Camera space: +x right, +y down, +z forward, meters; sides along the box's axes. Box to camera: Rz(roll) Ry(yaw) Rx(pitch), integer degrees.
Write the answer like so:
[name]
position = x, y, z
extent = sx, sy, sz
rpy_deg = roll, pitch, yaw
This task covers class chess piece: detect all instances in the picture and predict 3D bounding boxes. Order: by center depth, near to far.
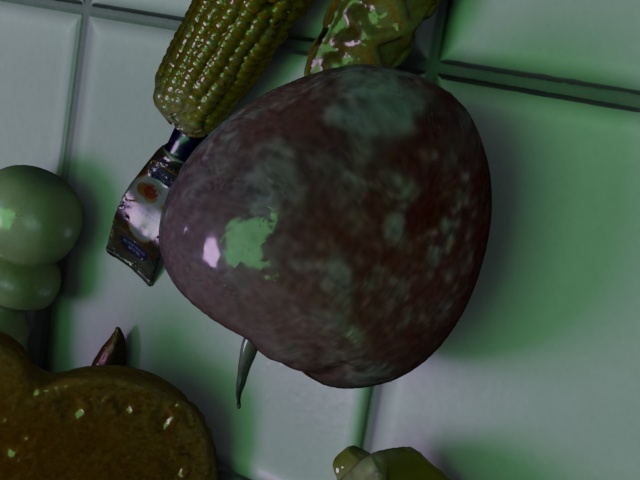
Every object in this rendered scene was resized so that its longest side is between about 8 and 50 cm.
[chess piece]
position = -0.321, 0.044, 1.190
extent = 0.144, 0.144, 0.251
rpy_deg = 34, 106, 29

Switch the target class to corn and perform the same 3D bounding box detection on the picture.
[corn]
position = -0.045, -0.221, 1.008
extent = 0.097, 0.097, 0.320
rpy_deg = 48, 118, 23

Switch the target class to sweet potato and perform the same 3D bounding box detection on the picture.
[sweet potato]
position = -0.208, 0.127, 1.172
extent = 0.034, 0.034, 0.095
rpy_deg = 35, 112, 29

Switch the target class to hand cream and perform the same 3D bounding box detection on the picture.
[hand cream]
position = -0.152, -0.035, 1.123
extent = 0.062, 0.039, 0.163
rpy_deg = 35, 114, 12

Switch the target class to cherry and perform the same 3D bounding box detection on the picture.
[cherry]
position = 0.000, 0.000, 0.901
extent = 0.213, 0.236, 0.285
rpy_deg = 38, 102, 43

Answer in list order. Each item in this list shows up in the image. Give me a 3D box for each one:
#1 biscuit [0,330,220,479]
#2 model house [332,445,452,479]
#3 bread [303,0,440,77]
[biscuit]
position = -0.270, 0.213, 1.088
extent = 0.344, 0.057, 0.287
rpy_deg = -24, 105, 1
[model house]
position = 0.058, 0.290, 0.930
extent = 0.193, 0.175, 0.234
rpy_deg = -50, 55, 27
[bread]
position = 0.088, -0.253, 0.922
extent = 0.077, 0.084, 0.367
rpy_deg = 24, 113, -13
